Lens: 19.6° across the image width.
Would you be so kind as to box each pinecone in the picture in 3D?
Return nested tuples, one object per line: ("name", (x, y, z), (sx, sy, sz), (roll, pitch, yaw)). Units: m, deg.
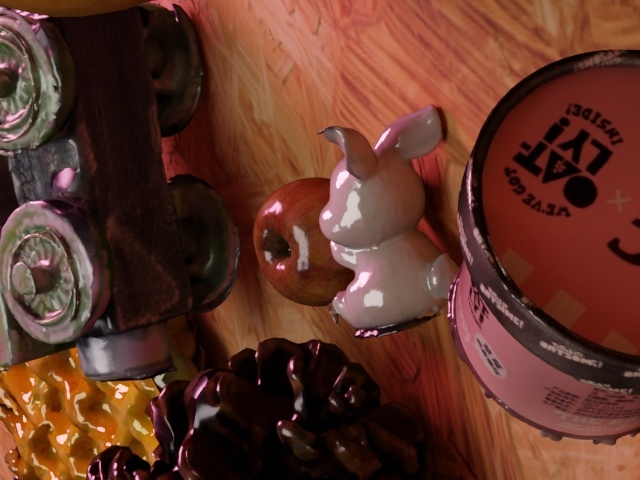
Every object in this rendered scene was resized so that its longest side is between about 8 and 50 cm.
("pinecone", (-0.031, 0.181, 1.165), (0.257, 0.243, 0.243), (-50, 51, 11))

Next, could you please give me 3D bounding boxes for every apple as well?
("apple", (0.000, 0.000, 1.144), (0.084, 0.071, 0.084), (30, 129, 44))

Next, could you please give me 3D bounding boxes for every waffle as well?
("waffle", (-0.175, 0.165, 1.573), (0.382, 0.095, 0.380), (6, 111, 59))

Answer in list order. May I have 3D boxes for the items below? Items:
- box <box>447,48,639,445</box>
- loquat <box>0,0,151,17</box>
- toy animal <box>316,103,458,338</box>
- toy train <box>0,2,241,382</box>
("box", (0.128, 0.012, 0.822), (0.151, 0.151, 0.135), (61, 163, 20))
("loquat", (-0.125, -0.249, 0.998), (0.263, 0.263, 0.263), (43, 143, 44))
("toy animal", (0.035, -0.011, 1.064), (0.085, 0.071, 0.124), (-5, 103, 64))
("toy train", (-0.201, -0.043, 1.321), (0.248, 0.173, 0.307), (-9, 94, 42))
